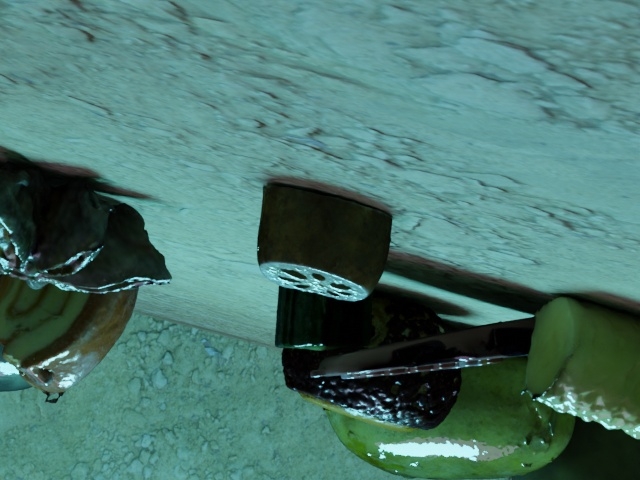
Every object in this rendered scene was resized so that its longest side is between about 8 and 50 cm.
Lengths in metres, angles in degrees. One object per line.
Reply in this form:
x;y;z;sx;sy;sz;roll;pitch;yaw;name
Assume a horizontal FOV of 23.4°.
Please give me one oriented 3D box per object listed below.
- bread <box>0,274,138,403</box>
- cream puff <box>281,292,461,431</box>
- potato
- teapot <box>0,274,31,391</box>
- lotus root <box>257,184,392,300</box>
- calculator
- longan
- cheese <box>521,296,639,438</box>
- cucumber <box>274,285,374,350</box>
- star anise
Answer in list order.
-0.333;0.081;1.997;0.190;0.244;0.123;6;159;21;bread
0.070;0.153;1.997;0.239;0.165;0.239;16;175;1;cream puff
0.190;0.238;2.209;0.359;0.219;0.270;5;172;21;potato
-0.444;0.109;2.213;0.239;0.239;0.321;19;177;-9;teapot
0.000;-0.001;1.365;0.122;0.081;0.112;13;165;4;lotus root
0.149;0.120;1.717;0.329;0.048;0.220;-8;177;-11;calculator
0.437;0.342;2.309;0.288;0.288;0.350;9;-170;33;longan
0.303;0.132;1.593;0.167;0.123;0.094;18;155;-18;cheese
-0.003;0.067;1.736;0.116;0.115;0.062;-3;166;27;cucumber
-0.316;-0.015;1.673;0.331;0.117;0.332;13;164;4;star anise
